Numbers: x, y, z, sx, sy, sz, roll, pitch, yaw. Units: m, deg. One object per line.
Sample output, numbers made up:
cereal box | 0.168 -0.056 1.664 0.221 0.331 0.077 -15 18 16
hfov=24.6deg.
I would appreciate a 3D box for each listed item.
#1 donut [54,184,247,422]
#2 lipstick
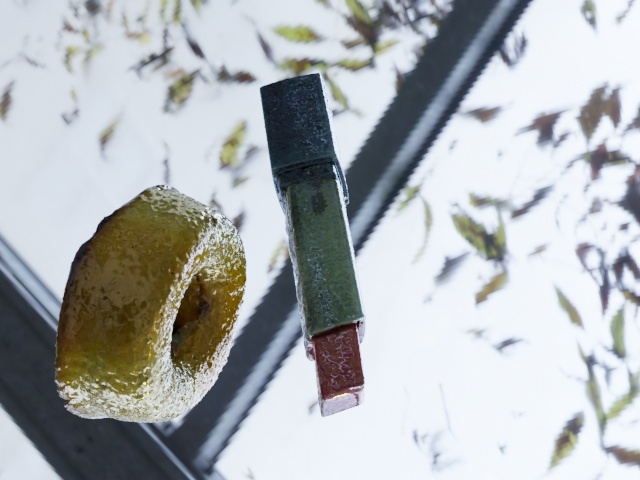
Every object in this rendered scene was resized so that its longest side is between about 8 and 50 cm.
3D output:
donut | -0.094 0.042 0.865 0.058 0.152 0.152 14 -114 19
lipstick | 0.000 0.000 0.986 0.051 0.051 0.312 -11 -138 1
